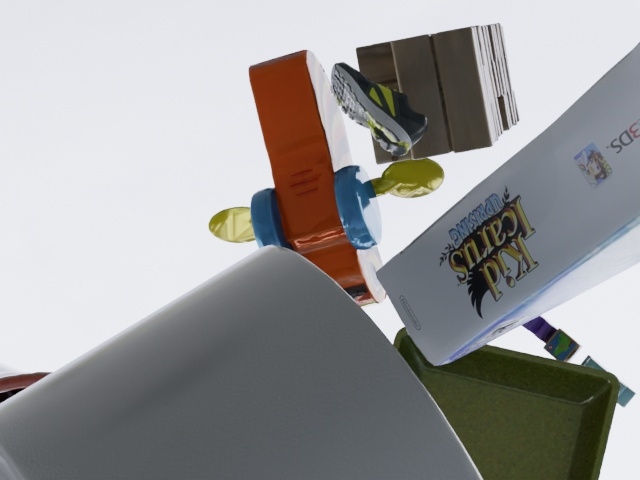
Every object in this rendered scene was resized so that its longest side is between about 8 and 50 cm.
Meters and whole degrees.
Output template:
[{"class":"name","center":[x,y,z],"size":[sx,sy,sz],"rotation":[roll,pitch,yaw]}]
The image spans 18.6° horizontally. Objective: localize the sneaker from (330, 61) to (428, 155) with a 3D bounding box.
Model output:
[{"class":"sneaker","center":[0.041,-0.095,1.366],"size":[0.035,0.031,0.083],"rotation":[-34,-106,-27]}]

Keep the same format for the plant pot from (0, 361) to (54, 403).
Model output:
[{"class":"plant pot","center":[-0.249,0.196,1.380],"size":[0.272,0.272,0.265],"rotation":[-28,-159,-20]}]

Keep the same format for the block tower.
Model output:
[{"class":"block tower","center":[0.099,-0.122,1.559],"size":[0.091,0.097,0.335],"rotation":[-9,-176,10]}]

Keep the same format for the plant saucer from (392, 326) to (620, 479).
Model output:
[{"class":"plant saucer","center":[0.132,0.182,1.589],"size":[0.188,0.045,0.188],"rotation":[13,-104,11]}]

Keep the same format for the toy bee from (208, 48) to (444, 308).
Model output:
[{"class":"toy bee","center":[0.000,0.000,1.646],"size":[0.195,0.298,0.162],"rotation":[7,172,18]}]

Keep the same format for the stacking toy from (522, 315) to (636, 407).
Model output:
[{"class":"stacking toy","center":[0.214,0.097,1.670],"size":[0.221,0.052,0.167],"rotation":[42,-85,19]}]

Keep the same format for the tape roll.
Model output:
[{"class":"tape roll","center":[-0.033,0.147,0.928],"size":[0.169,0.246,0.246],"rotation":[-32,-151,-16]}]

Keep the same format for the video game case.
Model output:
[{"class":"video game case","center":[0.190,-0.056,0.896],"size":[0.269,0.061,0.244],"rotation":[-25,168,-34]}]
